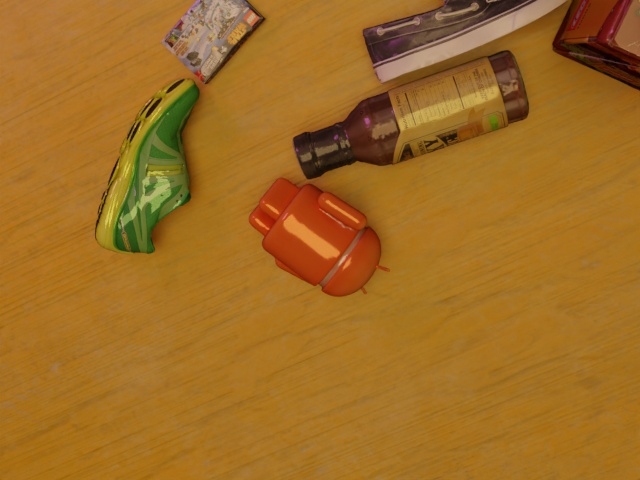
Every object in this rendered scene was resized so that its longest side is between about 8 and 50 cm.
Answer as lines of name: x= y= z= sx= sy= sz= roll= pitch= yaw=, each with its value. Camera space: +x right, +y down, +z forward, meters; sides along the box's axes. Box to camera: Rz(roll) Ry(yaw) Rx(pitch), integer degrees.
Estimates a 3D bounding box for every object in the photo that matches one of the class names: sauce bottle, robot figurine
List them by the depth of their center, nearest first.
sauce bottle: x=0.130 y=-0.177 z=1.319 sx=0.344 sy=0.111 sz=0.111 roll=-18 pitch=99 yaw=10
robot figurine: x=-0.001 y=0.001 z=1.357 sx=0.219 sy=0.128 sz=0.158 roll=36 pitch=100 yaw=-1

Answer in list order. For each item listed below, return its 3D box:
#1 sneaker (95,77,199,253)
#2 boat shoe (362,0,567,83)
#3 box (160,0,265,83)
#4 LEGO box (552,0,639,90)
sneaker: x=-0.252 y=-0.114 z=1.382 sx=0.123 sy=0.109 sz=0.295 roll=21 pitch=102 yaw=-22
boat shoe: x=0.208 y=-0.328 z=1.286 sx=0.301 sy=0.108 sz=0.102 roll=-19 pitch=100 yaw=16
box: x=-0.164 y=-0.320 z=1.357 sx=0.094 sy=0.027 sz=0.137 roll=44 pitch=102 yaw=-3
LEGO box: x=0.507 y=-0.431 z=1.095 sx=0.193 sy=0.372 sz=0.500 roll=24 pitch=103 yaw=0
